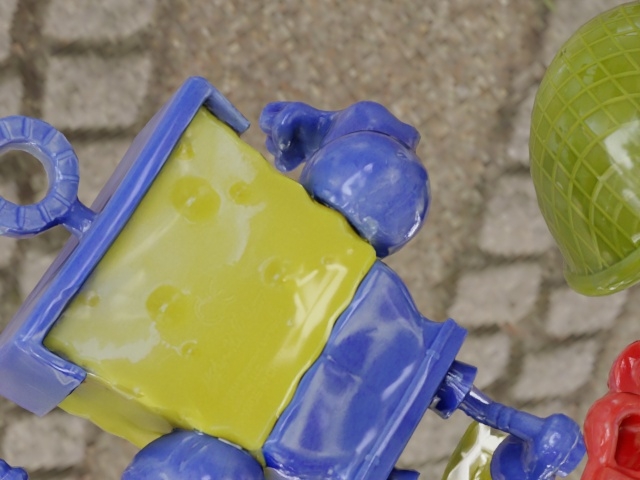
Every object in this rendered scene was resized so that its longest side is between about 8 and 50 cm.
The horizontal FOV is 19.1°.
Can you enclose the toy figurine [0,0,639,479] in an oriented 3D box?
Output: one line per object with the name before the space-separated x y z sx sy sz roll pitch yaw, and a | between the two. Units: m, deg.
toy figurine | 0.000 0.000 0.586 0.362 0.217 0.191 -59 -178 -21
